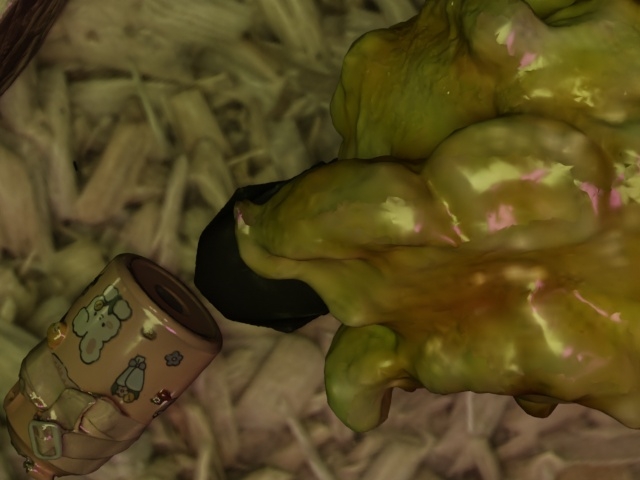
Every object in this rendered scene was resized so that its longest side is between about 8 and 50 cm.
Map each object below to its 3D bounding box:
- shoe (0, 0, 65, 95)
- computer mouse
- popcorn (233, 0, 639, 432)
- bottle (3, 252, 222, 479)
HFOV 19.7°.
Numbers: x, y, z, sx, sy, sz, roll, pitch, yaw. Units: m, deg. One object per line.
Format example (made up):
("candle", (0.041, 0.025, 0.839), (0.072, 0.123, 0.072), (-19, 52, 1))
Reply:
("shoe", (-0.219, -0.205, 1.138), (0.159, 0.124, 0.316), (39, 93, 2))
("computer mouse", (0.000, 0.000, 1.156), (0.172, 0.057, 0.099), (-20, 90, 5))
("popcorn", (0.139, -0.034, 1.025), (0.335, 0.279, 0.274), (14, 140, 4))
("bottle", (-0.141, 0.090, 1.163), (0.099, 0.099, 0.152), (44, 100, 2))
